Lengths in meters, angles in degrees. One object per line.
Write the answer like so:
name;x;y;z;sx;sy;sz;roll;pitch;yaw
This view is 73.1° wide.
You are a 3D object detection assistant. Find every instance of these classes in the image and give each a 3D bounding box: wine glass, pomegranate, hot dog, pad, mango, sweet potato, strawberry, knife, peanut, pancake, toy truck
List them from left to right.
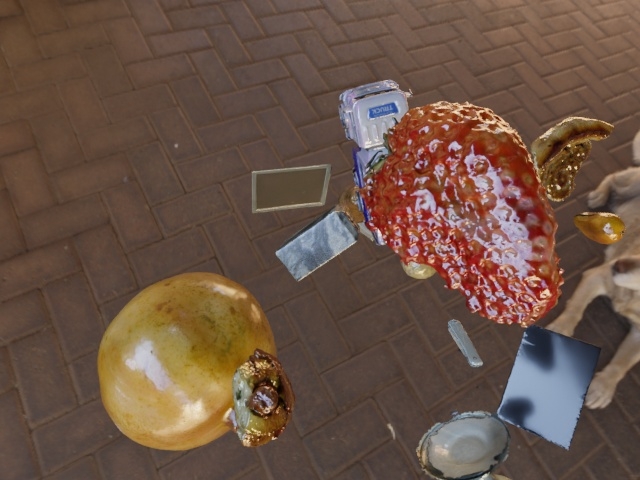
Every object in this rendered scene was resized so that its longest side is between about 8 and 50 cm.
pomegranate;-0.282;0.278;1.003;0.416;0.417;0.417;6;64;-13
hot dog;-0.091;0.254;0.708;0.103;0.213;0.146;-5;81;-10
sweet potato;0.111;-0.117;1.305;0.131;0.336;0.131;0;92;15
toy truck;0.120;-0.142;0.790;0.124;0.268;0.155;-14;27;1
peanut;0.338;0.035;1.376;0.130;0.130;0.290;46;40;7
knife;0.407;0.291;1.231;0.044;0.023;0.162;-7;38;-8
strawberry;0.135;-0.055;0.400;0.236;0.107;0.175;35;70;28
wine glass;0.324;0.508;0.795;0.190;0.190;0.357;-31;102;-26
pad;0.660;0.415;1.256;0.202;0.005;0.300;18;83;32
pancake;0.636;-0.229;1.124;0.212;0.056;0.257;24;94;-28
mango;0.870;-0.044;1.339;0.084;0.159;0.105;-37;108;7

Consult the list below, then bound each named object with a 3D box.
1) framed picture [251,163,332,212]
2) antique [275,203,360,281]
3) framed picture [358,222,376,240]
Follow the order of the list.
framed picture;-0.097;-0.168;1.393;0.252;0.197;0.014;-7;55;-14
antique;0.000;0.000;0.980;0.183;0.086;0.088;-34;100;15
framed picture;0.184;-0.090;1.571;0.150;0.203;0.015;-46;124;-1
